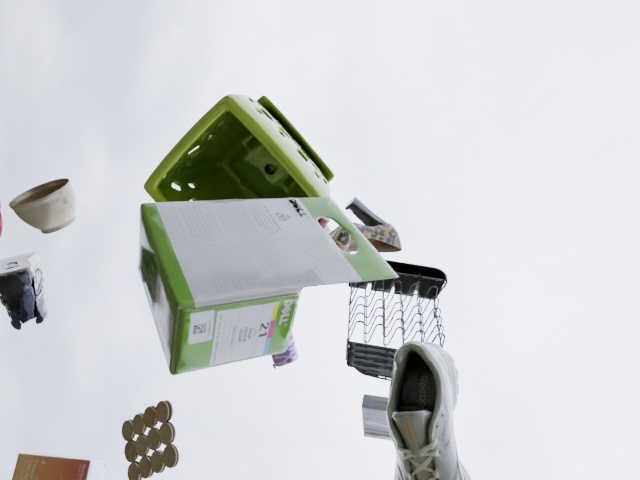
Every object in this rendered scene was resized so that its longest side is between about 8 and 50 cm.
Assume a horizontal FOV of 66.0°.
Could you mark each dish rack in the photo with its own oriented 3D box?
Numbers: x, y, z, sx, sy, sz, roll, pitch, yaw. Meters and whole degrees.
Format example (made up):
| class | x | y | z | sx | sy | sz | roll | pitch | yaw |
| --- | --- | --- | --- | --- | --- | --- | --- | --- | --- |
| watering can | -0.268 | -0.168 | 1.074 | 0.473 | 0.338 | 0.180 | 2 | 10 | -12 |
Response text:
| class | x | y | z | sx | sy | sz | roll | pitch | yaw |
| --- | --- | --- | --- | --- | --- | --- | --- | --- | --- |
| dish rack | 0.147 | 0.150 | 0.953 | 0.208 | 0.271 | 0.074 | 8 | -53 | 1 |

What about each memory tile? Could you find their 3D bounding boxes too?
| class | x | y | z | sx | sy | sz | roll | pitch | yaw |
| --- | --- | --- | --- | --- | --- | --- | --- | --- | --- |
| memory tile | -0.298 | 0.351 | 0.859 | 0.148 | 0.012 | 0.113 | -33 | -116 | 29 |

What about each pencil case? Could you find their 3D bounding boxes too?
| class | x | y | z | sx | sy | sz | roll | pitch | yaw |
| --- | --- | --- | --- | --- | --- | --- | --- | --- | --- |
| pencil case | -0.131 | 0.280 | 1.500 | 0.088 | 0.086 | 0.206 | -144 | -141 | -77 |

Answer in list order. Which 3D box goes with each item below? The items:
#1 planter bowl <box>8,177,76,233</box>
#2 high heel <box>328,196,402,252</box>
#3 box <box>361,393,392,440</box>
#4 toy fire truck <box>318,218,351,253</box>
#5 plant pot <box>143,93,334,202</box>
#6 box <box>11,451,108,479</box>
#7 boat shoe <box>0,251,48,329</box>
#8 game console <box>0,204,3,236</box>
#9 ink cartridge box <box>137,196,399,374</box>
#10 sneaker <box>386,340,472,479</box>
| class | x | y | z | sx | sy | sz | roll | pitch | yaw |
| --- | --- | --- | --- | --- | --- | --- | --- | --- | --- |
| planter bowl | -0.743 | -0.086 | 1.351 | 0.162 | 0.162 | 0.109 | 11 | -52 | 41 |
| high heel | 0.103 | 0.030 | 1.214 | 0.186 | 0.261 | 0.093 | 40 | -37 | -10 |
| box | 0.182 | 0.466 | 1.279 | 0.145 | 0.186 | 0.038 | 4 | -132 | 12 |
| toy fire truck | 0.000 | 0.000 | 1.580 | 0.254 | 0.302 | 0.169 | 42 | -75 | -7 |
| plant pot | -0.118 | -0.108 | 0.857 | 0.227 | 0.207 | 0.228 | -38 | -81 | 24 |
| box | -0.582 | 0.545 | 1.091 | 0.170 | 0.091 | 0.130 | 2 | -112 | 5 |
| boat shoe | -0.816 | 0.132 | 1.342 | 0.340 | 0.127 | 0.158 | 18 | -61 | 62 |
| game console | -0.479 | -0.065 | 0.357 | 0.060 | 0.342 | 0.387 | 44 | -29 | 37 |
| ink cartridge box | -0.067 | 0.035 | 0.587 | 0.189 | 0.255 | 0.097 | 53 | -43 | 44 |
| sneaker | 0.113 | 0.240 | 0.558 | 0.099 | 0.121 | 0.262 | -14 | -116 | 21 |
